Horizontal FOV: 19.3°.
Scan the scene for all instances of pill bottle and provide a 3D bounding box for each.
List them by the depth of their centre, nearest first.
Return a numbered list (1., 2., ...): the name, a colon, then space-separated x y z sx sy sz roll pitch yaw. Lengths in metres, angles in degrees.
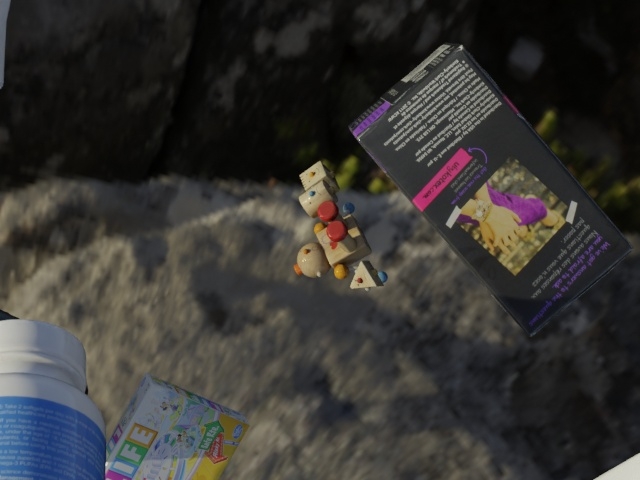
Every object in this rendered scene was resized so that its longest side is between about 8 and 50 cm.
1. pill bottle: -0.210 0.169 1.299 0.124 0.124 0.221 6 53 -10

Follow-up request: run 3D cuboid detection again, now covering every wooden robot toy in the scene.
1. wooden robot toy: 0.000 0.000 1.882 0.079 0.076 0.173 -34 55 13

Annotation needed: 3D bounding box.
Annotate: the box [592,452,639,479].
1. box: 0.250 0.213 1.273 0.091 0.170 0.130 19 46 -42

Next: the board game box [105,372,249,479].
1. board game box: -0.146 0.206 1.680 0.103 0.026 0.154 25 100 -24

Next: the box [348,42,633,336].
1. box: 0.171 -0.057 1.924 0.143 0.165 0.270 -40 98 4

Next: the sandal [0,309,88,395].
1. sandal: -0.376 0.116 1.663 0.167 0.446 0.107 62 39 -23

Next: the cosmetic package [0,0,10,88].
1. cosmetic package: -0.550 -0.288 1.977 0.453 0.161 0.230 7 97 29
